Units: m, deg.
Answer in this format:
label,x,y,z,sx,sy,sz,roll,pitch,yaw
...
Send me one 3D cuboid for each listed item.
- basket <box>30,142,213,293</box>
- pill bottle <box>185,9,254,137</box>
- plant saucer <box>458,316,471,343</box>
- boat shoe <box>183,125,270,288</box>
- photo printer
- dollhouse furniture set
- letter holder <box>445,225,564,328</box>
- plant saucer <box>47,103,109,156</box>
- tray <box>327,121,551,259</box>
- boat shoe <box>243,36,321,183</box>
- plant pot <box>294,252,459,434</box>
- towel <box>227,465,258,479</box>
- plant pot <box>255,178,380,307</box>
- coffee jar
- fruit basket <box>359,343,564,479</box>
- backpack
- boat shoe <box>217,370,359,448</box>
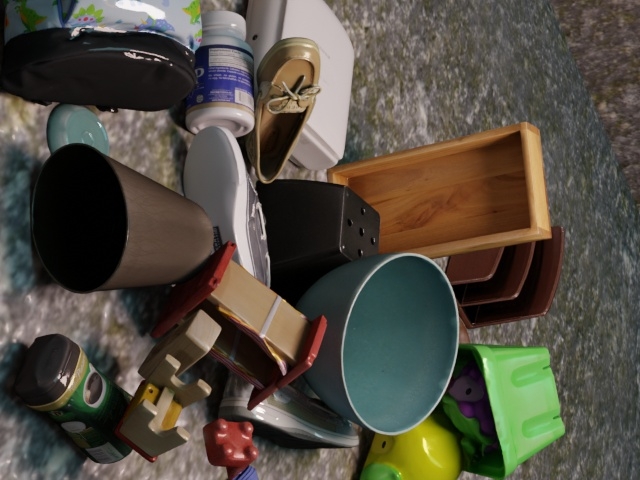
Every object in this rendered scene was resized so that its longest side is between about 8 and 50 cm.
label,x,y,z,sx,sy,sz,roll,pitch,yaw
basket,-0.259,-0.013,1.578,0.227,0.154,0.204,18,51,-60
pill bottle,-0.162,-0.269,1.858,0.112,0.112,0.186,24,60,-55
plant saucer,0.287,0.244,2.531,0.168,0.029,0.168,27,58,-55
boat shoe,-0.136,-0.035,1.833,0.102,0.108,0.301,-19,99,-59
photo printer,-0.040,-0.317,2.084,0.256,0.107,0.307,41,47,-47
dollhouse furniture set,-0.147,0.195,1.594,0.201,0.152,0.374,41,36,-14
letter holder,0.434,0.034,2.662,0.152,0.214,0.301,58,37,-32
plant saucer,-0.333,-0.140,1.616,0.119,0.021,0.119,26,59,-54
tray,0.211,-0.071,2.125,0.076,0.411,0.202,14,69,-56
boat shoe,-0.058,-0.211,1.879,0.285,0.105,0.089,109,-23,-52
plant pot,0.062,0.157,1.886,0.290,0.195,0.290,-6,99,-46
towel,-0.118,0.541,1.752,0.243,0.040,0.336,-35,112,-60
plant pot,0.000,0.000,1.991,0.187,0.167,0.188,37,51,-48
coffee jar,-0.311,0.203,1.483,0.184,0.079,0.096,53,36,-38
fruit basket,0.220,0.334,2.157,0.392,0.392,0.282,-13,92,-60
backpack,-0.300,-0.384,1.563,0.290,0.273,0.355,4,63,-45
boat shoe,-0.043,0.278,1.881,0.320,0.118,0.103,27,62,-46
